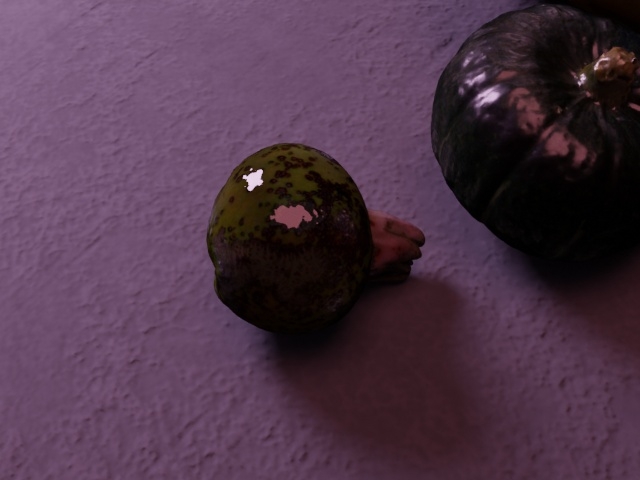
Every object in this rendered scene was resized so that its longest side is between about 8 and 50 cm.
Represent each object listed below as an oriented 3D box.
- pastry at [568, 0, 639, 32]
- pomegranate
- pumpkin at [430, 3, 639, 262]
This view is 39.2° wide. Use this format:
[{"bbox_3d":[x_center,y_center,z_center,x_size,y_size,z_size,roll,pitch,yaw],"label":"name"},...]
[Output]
[{"bbox_3d":[0.251,-0.290,0.760,0.284,0.184,0.315,4,29,-46],"label":"pastry"},{"bbox_3d":[-0.009,0.008,0.642,0.125,0.163,0.138,-45,38,14],"label":"pomegranate"},{"bbox_3d":[0.186,-0.084,0.675,0.211,0.152,0.212,1,59,-1],"label":"pumpkin"}]
